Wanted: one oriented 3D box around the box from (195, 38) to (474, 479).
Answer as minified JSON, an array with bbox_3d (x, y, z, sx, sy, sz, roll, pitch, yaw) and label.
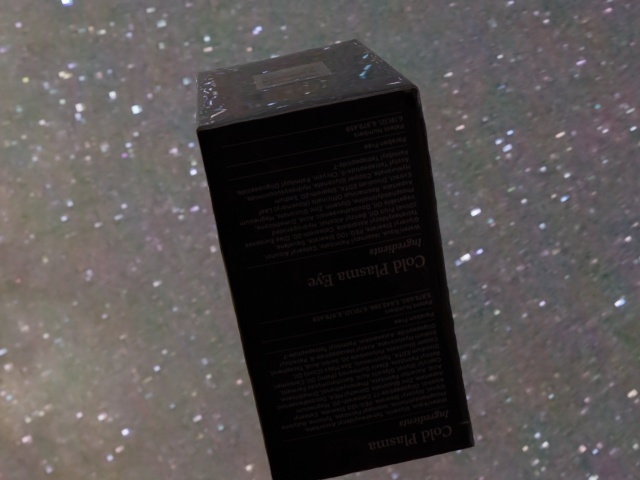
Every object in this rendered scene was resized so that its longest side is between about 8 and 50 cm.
[{"bbox_3d":[0.000,0.000,1.035,0.343,0.178,0.313,-111,-171,-74],"label":"box"}]
